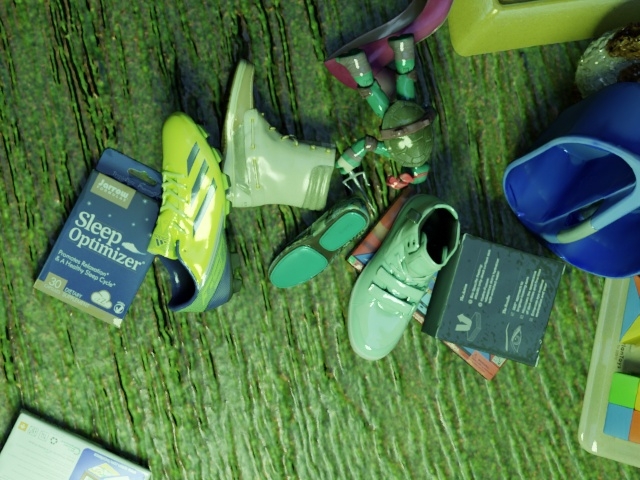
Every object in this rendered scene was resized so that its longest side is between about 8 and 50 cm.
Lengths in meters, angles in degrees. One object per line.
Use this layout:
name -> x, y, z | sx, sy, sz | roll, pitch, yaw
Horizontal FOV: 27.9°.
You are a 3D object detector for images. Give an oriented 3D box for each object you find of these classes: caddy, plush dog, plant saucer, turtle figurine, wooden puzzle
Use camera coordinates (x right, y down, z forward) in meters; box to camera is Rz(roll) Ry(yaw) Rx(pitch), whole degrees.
caddy -> 0.397, -0.066, 1.791 | 0.241, 0.341, 0.179 | 42, 68, -6
plush dog -> 0.479, -0.250, 1.864 | 0.226, 0.262, 0.210 | -2, 58, -17
plant saucer -> 0.340, -0.458, 1.891 | 0.333, 0.081, 0.332 | -9, 93, -8
turtle figurine -> 0.108, -0.164, 1.816 | 0.175, 0.118, 0.234 | -25, 109, -30
wooden puzzle -> 0.532, 0.182, 1.824 | 0.081, 0.348, 0.322 | 11, 90, -47

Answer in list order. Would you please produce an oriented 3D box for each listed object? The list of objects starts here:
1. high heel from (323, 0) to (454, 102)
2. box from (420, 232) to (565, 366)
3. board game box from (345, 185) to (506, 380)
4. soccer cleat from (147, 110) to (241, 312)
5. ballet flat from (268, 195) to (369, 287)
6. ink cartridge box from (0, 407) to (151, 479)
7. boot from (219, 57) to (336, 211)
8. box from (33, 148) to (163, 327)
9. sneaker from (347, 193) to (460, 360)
high heel -> 0.108, -0.324, 1.859 | 0.117, 0.082, 0.244 | 28, 103, -18
box -> 0.247, 0.083, 1.855 | 0.158, 0.093, 0.155 | 17, 89, -9
board game box -> 0.188, 0.064, 1.908 | 0.281, 0.027, 0.145 | 40, 85, -7
soccer cleat -> -0.188, -0.032, 1.788 | 0.121, 0.093, 0.289 | -18, 111, -26
ballet flat -> 0.000, 0.000, 1.855 | 0.188, 0.070, 0.070 | -36, 97, 26
ink cartridge box -> -0.377, 0.375, 1.828 | 0.206, 0.045, 0.208 | 27, 87, -8
boot -> -0.059, -0.149, 1.844 | 0.165, 0.077, 0.213 | 3, 96, -7
box -> -0.297, -0.005, 1.836 | 0.136, 0.036, 0.225 | 27, 86, -8
sneaker -> 0.114, 0.053, 1.808 | 0.094, 0.151, 0.255 | 23, 90, -9
